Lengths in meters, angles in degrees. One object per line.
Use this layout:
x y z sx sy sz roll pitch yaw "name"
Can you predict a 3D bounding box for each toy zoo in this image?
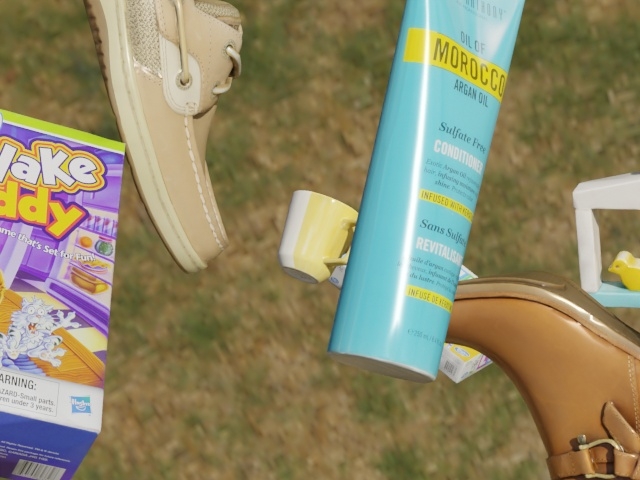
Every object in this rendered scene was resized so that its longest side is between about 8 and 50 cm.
0.312 0.051 1.606 0.192 0.293 0.030 2 22 21 "toy zoo"

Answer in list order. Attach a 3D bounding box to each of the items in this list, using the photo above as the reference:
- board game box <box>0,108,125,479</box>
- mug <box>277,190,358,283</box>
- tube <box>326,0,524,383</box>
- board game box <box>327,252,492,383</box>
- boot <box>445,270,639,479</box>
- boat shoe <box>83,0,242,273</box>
-0.305 0.004 1.206 0.347 0.078 0.233 15 50 -18 "board game box"
-0.004 -0.001 1.581 0.062 0.078 0.064 24 76 -8 "mug"
0.051 -0.039 0.914 0.052 0.080 0.207 5 77 39 "tube"
0.096 0.053 1.680 0.154 0.026 0.103 38 40 25 "board game box"
0.129 0.094 1.009 0.197 0.073 0.152 2 95 25 "boot"
-0.109 -0.142 1.423 0.110 0.341 0.121 -15 17 -4 "boat shoe"
